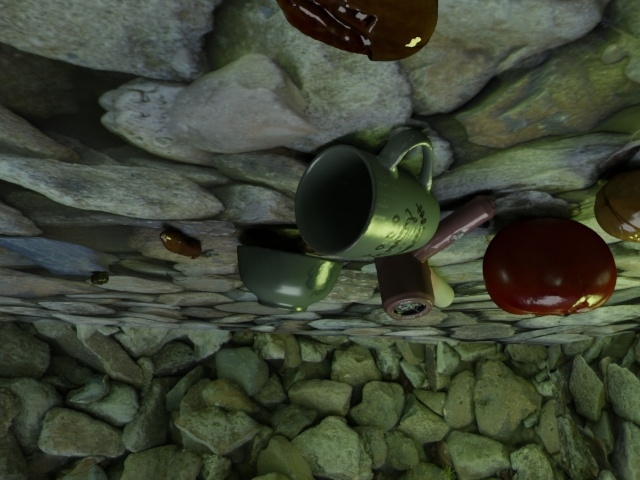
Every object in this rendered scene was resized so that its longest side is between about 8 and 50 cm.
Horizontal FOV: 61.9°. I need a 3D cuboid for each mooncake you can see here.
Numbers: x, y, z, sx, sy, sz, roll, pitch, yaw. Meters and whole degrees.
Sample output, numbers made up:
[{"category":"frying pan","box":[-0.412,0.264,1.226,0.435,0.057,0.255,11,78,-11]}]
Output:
[{"category":"mooncake","box":[-0.581,0.109,1.687,0.346,0.057,0.150,-7,175,39]}]

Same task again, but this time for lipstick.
[{"category":"lipstick","box":[0.356,0.146,1.727,0.087,0.087,0.327,-8,160,24]}]

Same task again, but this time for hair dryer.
[{"category":"hair dryer","box":[0.258,0.016,1.193,0.125,0.210,0.352,17,141,-30]}]

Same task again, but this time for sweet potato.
[{"category":"sweet potato","box":[-0.363,0.009,1.372,0.055,0.058,0.202,-46,158,2]}]

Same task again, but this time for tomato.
[{"category":"tomato","box":[0.520,0.061,1.247,0.298,0.226,0.298,-3,169,-1]}]

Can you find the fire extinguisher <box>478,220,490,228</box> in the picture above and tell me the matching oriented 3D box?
[{"category":"fire extinguisher","box":[0.351,-0.045,1.245,0.083,0.025,0.038,6,-176,-18]}]

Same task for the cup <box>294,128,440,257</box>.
[{"category":"cup","box":[0.120,-0.082,0.945,0.234,0.186,0.258,6,135,-43]}]

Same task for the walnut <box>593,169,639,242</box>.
[{"category":"walnut","box":[0.609,-0.063,1.012,0.180,0.144,0.144,-1,162,-12]}]

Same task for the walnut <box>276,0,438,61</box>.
[{"category":"walnut","box":[0.029,-0.241,0.514,0.207,0.116,0.115,13,158,-35]}]

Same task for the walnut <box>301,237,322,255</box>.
[{"category":"walnut","box":[0.000,0.000,1.292,0.096,0.083,0.079,-2,140,47]}]

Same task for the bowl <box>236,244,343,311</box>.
[{"category":"bowl","box":[-0.090,0.107,1.406,0.289,0.146,0.289,8,175,1]}]
